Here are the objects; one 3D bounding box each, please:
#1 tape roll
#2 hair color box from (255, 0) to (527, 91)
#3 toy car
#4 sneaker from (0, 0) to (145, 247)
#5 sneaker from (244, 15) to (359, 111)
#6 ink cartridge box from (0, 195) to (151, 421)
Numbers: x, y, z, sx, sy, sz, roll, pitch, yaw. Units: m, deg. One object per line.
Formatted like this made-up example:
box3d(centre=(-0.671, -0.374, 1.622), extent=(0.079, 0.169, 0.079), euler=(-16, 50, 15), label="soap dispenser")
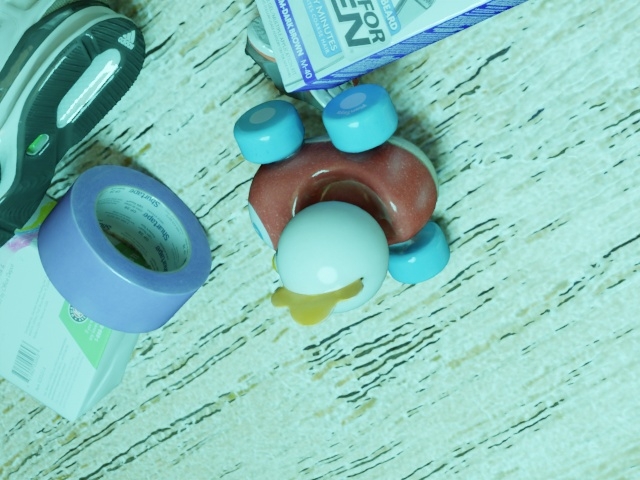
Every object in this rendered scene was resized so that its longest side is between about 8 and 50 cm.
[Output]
box3d(centre=(-0.225, 0.009, 1.434), extent=(0.189, 0.189, 0.080), euler=(45, 122, 1), label="tape roll")
box3d(centre=(0.093, -0.289, 1.192), extent=(0.339, 0.110, 0.185), euler=(-21, 88, 28), label="hair color box")
box3d(centre=(0.000, 0.000, 1.268), extent=(0.210, 0.238, 0.219), euler=(-6, 126, 26), label="toy car")
box3d(centre=(-0.424, -0.153, 1.435), extent=(0.447, 0.169, 0.257), euler=(-45, 64, 6), label="sneaker")
box3d(centre=(-0.018, -0.179, 1.349), extent=(0.158, 0.061, 0.065), euler=(43, 149, 3), label="sneaker")
box3d(centre=(-0.396, 0.043, 1.566), extent=(0.353, 0.119, 0.207), euler=(31, 119, 9), label="ink cartridge box")
